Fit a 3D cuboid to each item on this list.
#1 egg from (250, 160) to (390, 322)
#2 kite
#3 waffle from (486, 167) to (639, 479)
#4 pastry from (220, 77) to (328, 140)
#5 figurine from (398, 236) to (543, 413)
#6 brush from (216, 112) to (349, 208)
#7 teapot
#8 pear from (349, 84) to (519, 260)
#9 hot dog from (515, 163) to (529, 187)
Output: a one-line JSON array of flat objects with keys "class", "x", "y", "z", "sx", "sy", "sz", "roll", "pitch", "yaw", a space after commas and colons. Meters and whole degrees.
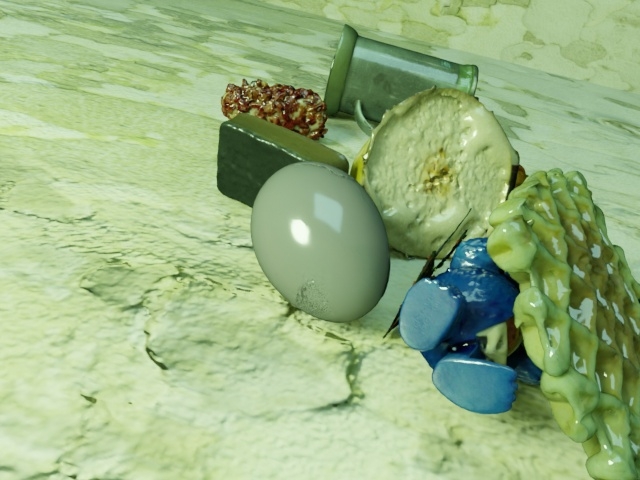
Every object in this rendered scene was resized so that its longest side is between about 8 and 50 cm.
[{"class": "egg", "x": 0.000, "y": 0.000, "z": 0.513, "sx": 0.147, "sy": 0.146, "sz": 0.198, "roll": -12, "pitch": 60, "yaw": -33}, {"class": "kite", "x": 0.116, "y": 0.047, "z": 0.510, "sx": 0.010, "sy": 0.183, "sz": 0.160, "roll": 38, "pitch": 84, "yaw": 22}, {"class": "waffle", "x": 0.269, "y": 0.068, "z": 0.458, "sx": 0.309, "sy": 0.056, "sz": 0.291, "roll": -22, "pitch": 89, "yaw": -49}, {"class": "pastry", "x": -0.088, "y": -0.249, "z": 0.889, "sx": 0.209, "sy": 0.115, "sz": 0.097, "roll": 5, "pitch": 47, "yaw": -16}, {"class": "figurine", "x": 0.174, "y": 0.082, "z": 0.487, "sx": 0.263, "sy": 0.121, "sz": 0.164, "roll": 4, "pitch": 67, "yaw": -45}, {"class": "brush", "x": -0.061, "y": -0.092, "z": 0.648, "sx": 0.197, "sy": 0.123, "sz": 0.059, "roll": 26, "pitch": 39, "yaw": 20}, {"class": "teapot", "x": 0.181, "y": -0.319, "z": 1.024, "sx": 0.338, "sy": 0.200, "sz": 0.270, "roll": 15, "pitch": 59, "yaw": 0}, {"class": "pear", "x": 0.150, "y": -0.103, "z": 0.704, "sx": 0.267, "sy": 0.266, "sz": 0.178, "roll": -1, "pitch": 12, "yaw": -20}, {"class": "hot dog", "x": 0.325, "y": -0.150, "z": 0.926, "sx": 0.189, "sy": 0.055, "sz": 0.072, "roll": 23, "pitch": 32, "yaw": 15}]
